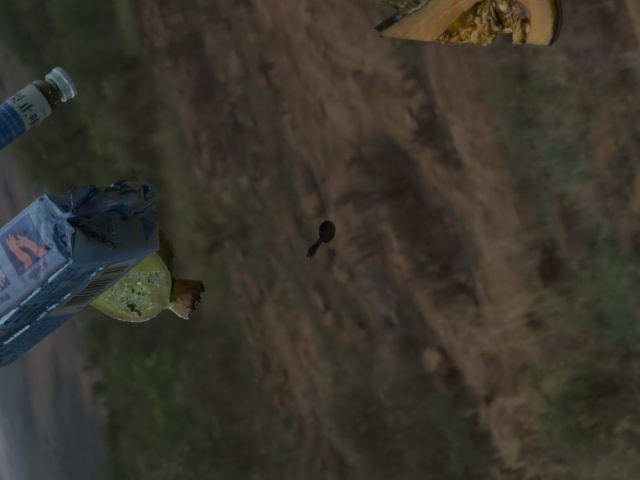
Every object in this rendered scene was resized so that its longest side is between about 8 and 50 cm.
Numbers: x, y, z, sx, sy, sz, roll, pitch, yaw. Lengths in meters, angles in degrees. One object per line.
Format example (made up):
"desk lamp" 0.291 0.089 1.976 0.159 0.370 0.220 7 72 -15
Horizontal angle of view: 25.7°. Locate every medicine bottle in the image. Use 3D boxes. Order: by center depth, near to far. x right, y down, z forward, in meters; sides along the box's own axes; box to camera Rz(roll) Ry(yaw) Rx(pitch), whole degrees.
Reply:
"medicine bottle" -0.410 -0.160 1.858 0.051 0.191 0.051 42 158 21

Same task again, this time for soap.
"soap" -0.279 0.042 1.323 0.077 0.293 0.156 59 -158 11

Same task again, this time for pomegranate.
"pomegranate" -0.220 0.027 1.610 0.143 0.169 0.122 118 147 -42

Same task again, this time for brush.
"brush" 0.000 0.000 1.666 0.008 0.083 0.024 -24 107 33

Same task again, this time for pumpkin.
"pumpkin" 0.184 -0.316 1.789 0.131 0.248 0.126 -68 -23 -65
